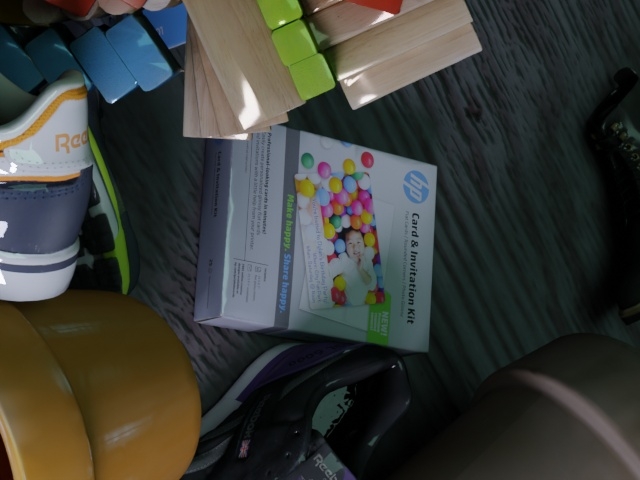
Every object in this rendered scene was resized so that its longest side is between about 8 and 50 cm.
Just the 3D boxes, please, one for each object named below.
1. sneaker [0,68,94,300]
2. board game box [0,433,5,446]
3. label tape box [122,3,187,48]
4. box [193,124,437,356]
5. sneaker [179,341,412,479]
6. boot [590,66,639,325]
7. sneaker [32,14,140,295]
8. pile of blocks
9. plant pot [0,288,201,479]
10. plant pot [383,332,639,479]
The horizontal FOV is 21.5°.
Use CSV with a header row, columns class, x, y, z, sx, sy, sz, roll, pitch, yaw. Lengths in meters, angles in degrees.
class,x,y,z,sx,sy,sz,roll,pitch,yaw
sneaker,-0.267,-0.080,0.878,0.321,0.126,0.127,17,109,2
board game box,-0.211,0.128,1.031,0.103,0.026,0.154,-25,97,-38
label tape box,-0.033,-0.307,1.103,0.115,0.249,0.348,-3,84,-39
box,0.000,0.000,1.209,0.186,0.038,0.145,13,74,-36
sneaker,-0.047,0.163,1.089,0.107,0.124,0.283,51,56,-18
boot,0.257,-0.038,1.399,0.137,0.077,0.198,47,44,-16
sneaker,-0.167,-0.101,1.059,0.121,0.111,0.300,-32,111,-54
pile of blocks,-0.091,-0.124,0.920,0.362,0.112,0.149,0,99,2
plant pot,-0.173,0.107,0.937,0.188,0.205,0.205,-17,93,-54
plant pot,0.118,0.258,1.114,0.280,0.323,0.323,-21,95,-22
